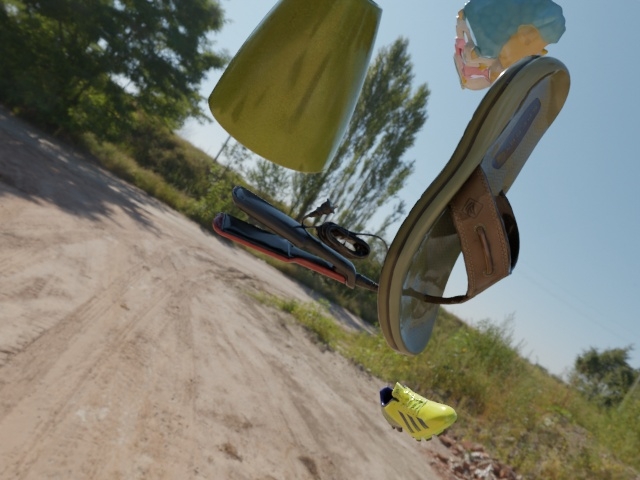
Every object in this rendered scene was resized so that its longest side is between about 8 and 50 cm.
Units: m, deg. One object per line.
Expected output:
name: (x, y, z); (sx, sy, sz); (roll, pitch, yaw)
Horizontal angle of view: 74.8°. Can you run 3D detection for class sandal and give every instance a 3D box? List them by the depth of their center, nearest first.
sandal: (0.145, -0.016, 0.380); (0.086, 0.303, 0.120); (36, 17, 35)

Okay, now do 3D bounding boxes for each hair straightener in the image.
hair straightener: (0.000, 0.000, 0.479); (0.230, 0.089, 0.047); (29, 26, -18)

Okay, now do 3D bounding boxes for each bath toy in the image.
bath toy: (0.315, -0.331, 0.741); (0.348, 0.129, 0.151); (-42, 114, -70)

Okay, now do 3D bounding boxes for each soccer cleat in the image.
soccer cleat: (0.226, 0.418, 1.045); (0.121, 0.093, 0.289); (65, -23, 9)

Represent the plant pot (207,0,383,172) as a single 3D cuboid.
plant pot: (-0.024, -0.325, 0.775); (0.275, 0.293, 0.275); (25, 33, -18)
